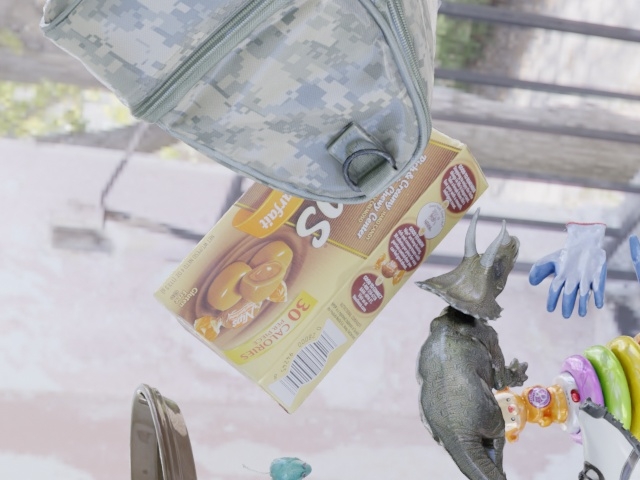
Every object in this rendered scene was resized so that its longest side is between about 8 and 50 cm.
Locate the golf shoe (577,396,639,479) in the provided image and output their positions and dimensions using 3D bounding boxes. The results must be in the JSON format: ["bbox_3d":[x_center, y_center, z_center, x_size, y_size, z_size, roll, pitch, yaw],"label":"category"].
[{"bbox_3d":[0.279,0.249,1.257,0.198,0.094,0.077,66,169,-18],"label":"golf shoe"}]

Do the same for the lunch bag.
[{"bbox_3d":[-0.022,-0.187,0.948,0.212,0.256,0.305,-36,24,26],"label":"lunch bag"}]

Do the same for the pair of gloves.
[{"bbox_3d":[0.339,0.032,1.458,0.159,0.198,0.023,-69,-22,-44],"label":"pair of gloves"}]

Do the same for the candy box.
[{"bbox_3d":[0.000,0.000,1.330,0.316,0.087,0.183,-48,52,-9],"label":"candy box"}]

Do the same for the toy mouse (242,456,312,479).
[{"bbox_3d":[-0.053,0.358,1.810,0.161,0.143,0.031,-49,9,-17],"label":"toy mouse"}]

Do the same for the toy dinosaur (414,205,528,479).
[{"bbox_3d":[0.131,0.142,1.207,0.160,0.121,0.313,53,-141,-44],"label":"toy dinosaur"}]

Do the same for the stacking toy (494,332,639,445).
[{"bbox_3d":[0.326,0.176,1.464,0.166,0.302,0.175,112,149,-71],"label":"stacking toy"}]

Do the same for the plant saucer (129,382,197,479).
[{"bbox_3d":[-0.168,0.291,1.392,0.278,0.041,0.278,176,90,-74],"label":"plant saucer"}]
